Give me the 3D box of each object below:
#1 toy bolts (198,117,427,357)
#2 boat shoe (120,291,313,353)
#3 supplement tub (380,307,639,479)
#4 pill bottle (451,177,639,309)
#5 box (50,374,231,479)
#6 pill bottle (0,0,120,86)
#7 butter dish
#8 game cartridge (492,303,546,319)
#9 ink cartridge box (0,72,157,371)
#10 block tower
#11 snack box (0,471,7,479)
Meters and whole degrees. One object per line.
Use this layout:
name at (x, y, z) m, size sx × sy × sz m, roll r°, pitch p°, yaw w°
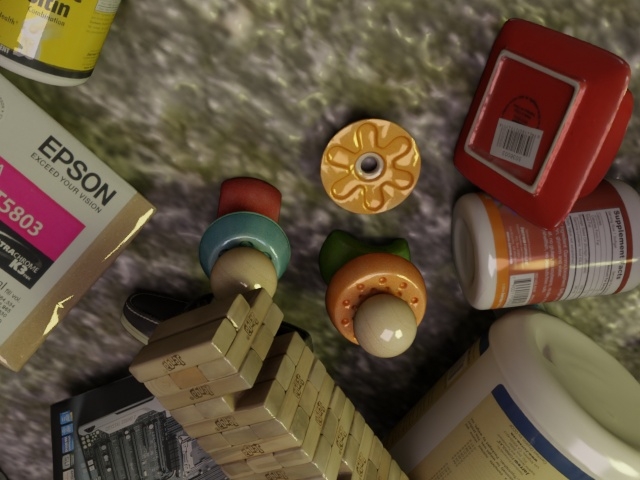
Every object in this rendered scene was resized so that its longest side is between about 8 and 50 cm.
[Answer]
toy bolts at (0.000, 0.000, 0.639) m, size 0.229 × 0.158 × 0.218 m, roll 4°, pitch 116°, yaw -8°
boat shoe at (-0.104, 0.087, 0.687) m, size 0.224 × 0.080 × 0.073 m, roll 19°, pitch 113°, yaw 20°
supplement tub at (0.195, 0.255, 0.739) m, size 0.228 × 0.228 × 0.316 m, roll 28°, pitch 117°, yaw -17°
pill bottle at (0.252, 0.000, 0.685) m, size 0.216 × 0.121 × 0.121 m, roll -7°, pitch 117°, yaw -3°
box at (-0.145, 0.280, 0.689) m, size 0.243 × 0.307 × 0.076 m, roll -20°, pitch 146°, yaw 5°
pill bottle at (-0.206, -0.227, 0.538) m, size 0.103 × 0.103 × 0.184 m, roll 24°, pitch 112°, yaw -16°
butter dish at (0.225, -0.107, 0.631) m, size 0.118 × 0.160 × 0.159 m, roll 2°, pitch 118°, yaw -32°
game cartridge at (0.238, 0.092, 0.789) m, size 0.056 × 0.017 × 0.083 m, roll -29°, pitch 116°, yaw 5°
ink cartridge box at (-0.297, -0.033, 0.584) m, size 0.235 × 0.088 × 0.193 m, roll 44°, pitch 74°, yaw -25°
block tower at (-0.013, 0.190, 0.592) m, size 0.097 × 0.091 × 0.335 m, roll -21°, pitch 115°, yaw 28°
snack box at (-0.461, 0.379, 0.840) m, size 0.187 × 0.060 × 0.321 m, roll -18°, pitch 117°, yaw 3°
